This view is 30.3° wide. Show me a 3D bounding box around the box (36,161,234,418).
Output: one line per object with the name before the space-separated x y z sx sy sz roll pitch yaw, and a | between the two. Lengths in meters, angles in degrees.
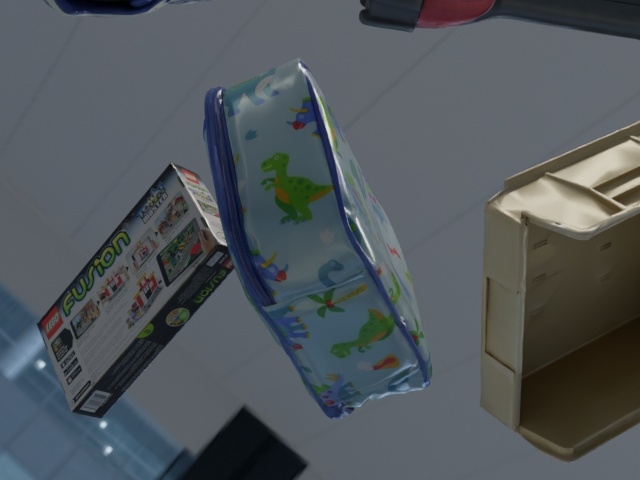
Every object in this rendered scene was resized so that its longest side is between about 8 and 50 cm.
box | -0.161 0.044 1.033 0.036 0.207 0.114 24 25 -46

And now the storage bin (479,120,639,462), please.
storage bin | 0.287 0.043 1.149 0.123 0.260 0.262 36 -40 45

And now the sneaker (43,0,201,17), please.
sneaker | -0.181 -0.307 1.378 0.131 0.297 0.111 -119 -162 -56

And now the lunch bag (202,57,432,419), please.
lunch bag | 0.000 0.000 0.777 0.090 0.176 0.219 -19 -38 9

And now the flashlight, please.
flashlight | 0.186 -0.200 0.949 0.304 0.103 0.103 8 -28 -4
